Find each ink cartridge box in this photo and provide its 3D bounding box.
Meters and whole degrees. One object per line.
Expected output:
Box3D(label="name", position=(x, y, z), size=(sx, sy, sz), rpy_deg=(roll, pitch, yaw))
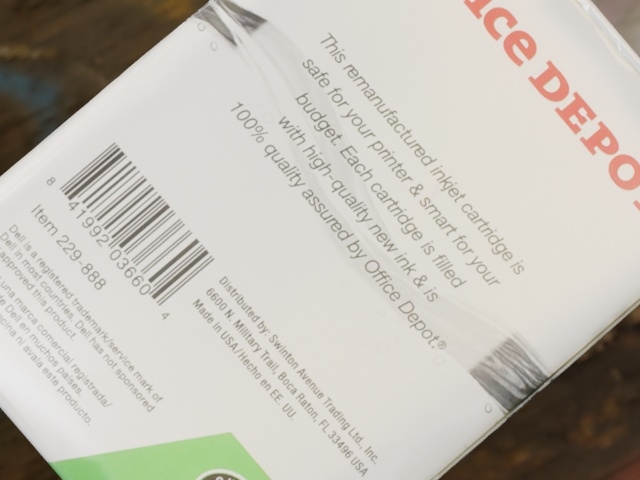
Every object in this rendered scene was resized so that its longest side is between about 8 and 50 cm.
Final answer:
Box3D(label="ink cartridge box", position=(0.000, 0.000, 0.812), size=(0.211, 0.289, 0.121), rpy_deg=(50, 177, -1))
